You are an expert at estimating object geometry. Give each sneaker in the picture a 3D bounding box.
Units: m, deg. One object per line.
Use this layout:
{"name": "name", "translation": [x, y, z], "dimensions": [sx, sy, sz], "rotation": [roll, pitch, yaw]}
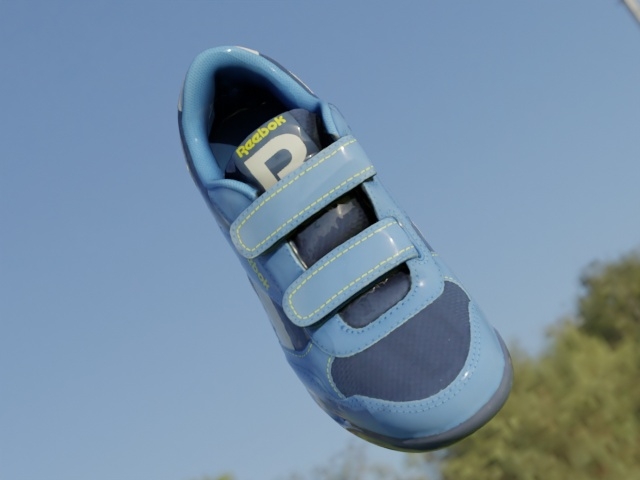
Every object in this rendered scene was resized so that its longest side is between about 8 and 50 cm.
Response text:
{"name": "sneaker", "translation": [0.000, 0.000, 0.529], "dimensions": [0.053, 0.144, 0.059], "rotation": [-34, -37, -7]}
